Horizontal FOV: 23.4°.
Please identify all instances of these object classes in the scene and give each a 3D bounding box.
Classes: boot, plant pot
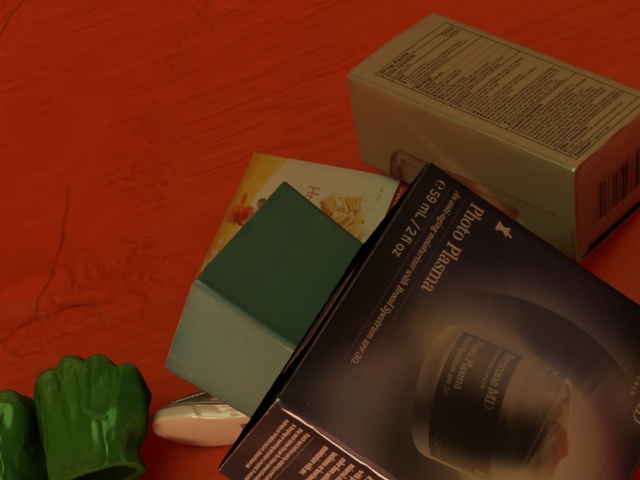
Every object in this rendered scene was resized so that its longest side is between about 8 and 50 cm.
[{"bbox_3d":[-0.084,0.163,1.636,0.190,0.069,0.086,-6,53,11],"label":"boot"},{"bbox_3d":[-0.003,0.100,1.534,0.234,0.166,0.165,35,53,8],"label":"plant pot"}]

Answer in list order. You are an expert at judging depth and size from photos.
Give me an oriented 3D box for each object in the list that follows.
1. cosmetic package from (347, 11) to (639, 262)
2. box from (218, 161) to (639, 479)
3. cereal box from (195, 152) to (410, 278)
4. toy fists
[{"bbox_3d":[0.190,-0.113,1.615,0.296,0.129,0.153,29,54,35],"label":"cosmetic package"},{"bbox_3d":[0.124,0.144,1.354,0.294,0.183,0.296,34,56,-2],"label":"box"},{"bbox_3d":[0.000,0.000,1.704,0.240,0.047,0.173,10,65,29],"label":"cereal box"},{"bbox_3d":[-0.296,0.216,1.658,0.279,0.096,0.142,-25,62,27],"label":"toy fists"}]
